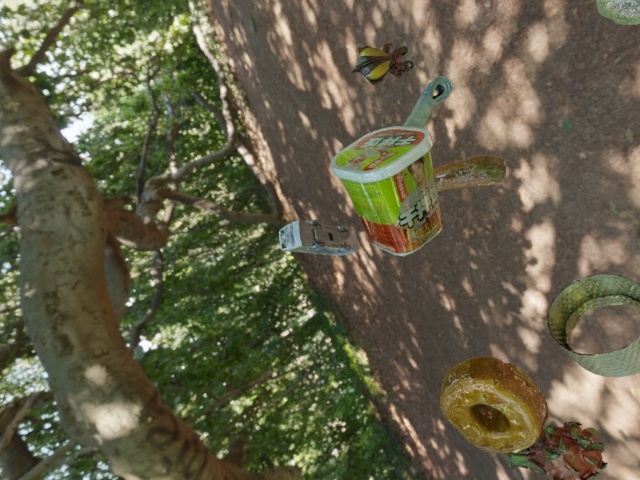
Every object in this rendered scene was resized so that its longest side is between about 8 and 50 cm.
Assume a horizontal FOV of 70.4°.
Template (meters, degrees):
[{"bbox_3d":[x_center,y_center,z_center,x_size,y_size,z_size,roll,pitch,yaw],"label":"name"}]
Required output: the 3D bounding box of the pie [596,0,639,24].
[{"bbox_3d":[0.719,-0.588,1.024,0.186,0.041,0.187,20,120,39],"label":"pie"}]

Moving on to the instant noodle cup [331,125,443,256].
[{"bbox_3d":[0.219,-0.140,1.348,0.294,0.293,0.308,44,161,59],"label":"instant noodle cup"}]

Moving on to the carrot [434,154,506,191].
[{"bbox_3d":[0.616,-0.279,1.898,0.138,0.301,0.139,-12,-90,-76],"label":"carrot"}]

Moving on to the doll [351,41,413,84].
[{"bbox_3d":[0.207,-0.600,1.524,0.127,0.248,0.088,57,147,23],"label":"doll"}]

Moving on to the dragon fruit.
[{"bbox_3d":[0.545,0.512,1.057,0.135,0.236,0.137,28,-147,-34],"label":"dragon fruit"}]

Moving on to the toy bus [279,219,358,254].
[{"bbox_3d":[0.000,0.000,1.701,0.135,0.329,0.109,-21,71,38],"label":"toy bus"}]

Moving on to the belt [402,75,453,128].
[{"bbox_3d":[0.346,-0.421,1.529,0.087,0.302,0.072,35,170,-14],"label":"belt"}]

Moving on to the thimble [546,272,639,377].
[{"bbox_3d":[0.815,0.246,1.303,0.150,0.271,0.271,42,179,-26],"label":"thimble"}]

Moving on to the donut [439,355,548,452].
[{"bbox_3d":[0.377,0.362,1.001,0.226,0.114,0.227,15,123,24],"label":"donut"}]
